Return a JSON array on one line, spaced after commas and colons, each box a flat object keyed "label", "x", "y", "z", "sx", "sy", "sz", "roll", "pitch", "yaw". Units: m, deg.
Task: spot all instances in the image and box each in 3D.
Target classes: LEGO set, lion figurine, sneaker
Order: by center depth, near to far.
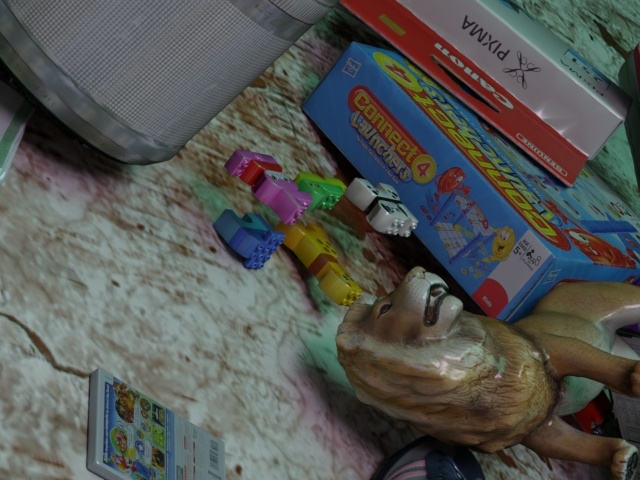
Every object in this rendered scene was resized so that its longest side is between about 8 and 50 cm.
[{"label": "sneaker", "x": 0.094, "y": 0.220, "z": 1.449, "sx": 0.112, "sy": 0.131, "sz": 0.319, "roll": 46, "pitch": 26, "yaw": -5}, {"label": "lion figurine", "x": 0.197, "y": 0.096, "z": 1.605, "sx": 0.240, "sy": 0.142, "sz": 0.392, "roll": 15, "pitch": 10, "yaw": 31}, {"label": "LEGO set", "x": 0.000, "y": 0.000, "z": 1.608, "sx": 0.227, "sy": 0.087, "sz": 0.093, "roll": 9, "pitch": 35, "yaw": -54}]

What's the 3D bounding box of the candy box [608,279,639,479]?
[{"label": "candy box", "x": 0.352, "y": 0.142, "z": 1.840, "sx": 0.159, "sy": 0.071, "sz": 0.233, "roll": -40, "pitch": 126, "yaw": -36}]

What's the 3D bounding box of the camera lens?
[{"label": "camera lens", "x": -0.114, "y": -0.209, "z": 1.448, "sx": 0.219, "sy": 0.274, "sz": 0.219, "roll": 45, "pitch": 14, "yaw": -14}]

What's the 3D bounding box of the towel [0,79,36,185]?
[{"label": "towel", "x": -0.275, "y": -0.115, "z": 1.381, "sx": 0.152, "sy": 0.023, "sz": 0.113, "roll": 42, "pitch": 28, "yaw": -21}]

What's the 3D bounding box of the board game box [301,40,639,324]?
[{"label": "board game box", "x": 0.176, "y": -0.047, "z": 1.870, "sx": 0.308, "sy": 0.086, "sz": 0.302, "roll": 49, "pitch": 22, "yaw": 26}]

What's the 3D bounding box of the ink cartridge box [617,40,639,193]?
[{"label": "ink cartridge box", "x": 0.436, "y": -0.085, "z": 2.105, "sx": 0.385, "sy": 0.160, "sz": 0.279, "roll": -16, "pitch": 94, "yaw": -84}]

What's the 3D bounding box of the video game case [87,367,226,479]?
[{"label": "video game case", "x": -0.112, "y": 0.149, "z": 1.338, "sx": 0.122, "sy": 0.011, "sz": 0.087, "roll": 35, "pitch": 32, "yaw": -32}]

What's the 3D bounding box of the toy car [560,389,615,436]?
[{"label": "toy car", "x": 0.290, "y": 0.160, "z": 1.923, "sx": 0.225, "sy": 0.053, "sz": 0.239, "roll": 40, "pitch": 30, "yaw": -26}]

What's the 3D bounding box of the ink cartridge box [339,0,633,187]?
[{"label": "ink cartridge box", "x": 0.179, "y": -0.193, "z": 1.965, "sx": 0.296, "sy": 0.066, "sz": 0.261, "roll": 39, "pitch": 19, "yaw": 2}]
